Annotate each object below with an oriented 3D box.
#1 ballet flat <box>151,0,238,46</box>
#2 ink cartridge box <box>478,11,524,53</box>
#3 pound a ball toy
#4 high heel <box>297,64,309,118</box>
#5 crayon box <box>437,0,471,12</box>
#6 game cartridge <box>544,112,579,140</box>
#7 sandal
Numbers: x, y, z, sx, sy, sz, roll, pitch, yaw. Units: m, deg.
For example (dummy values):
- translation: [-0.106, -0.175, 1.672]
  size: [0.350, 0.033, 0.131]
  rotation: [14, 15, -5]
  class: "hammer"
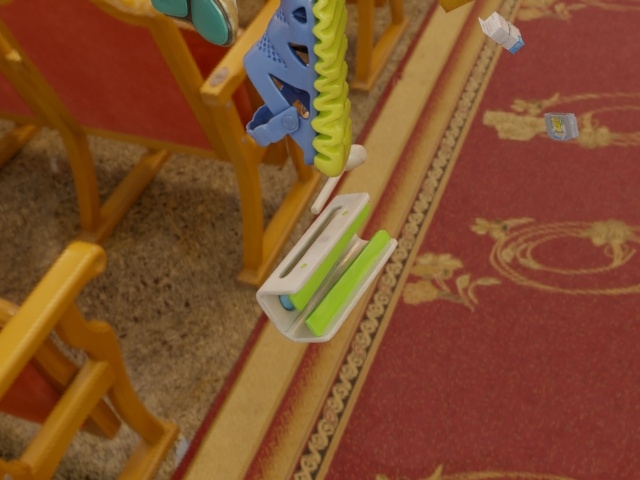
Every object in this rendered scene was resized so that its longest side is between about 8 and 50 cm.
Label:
- translation: [-0.258, -0.530, 1.816]
  size: [0.123, 0.123, 0.348]
  rotation: [-34, 44, -23]
  class: "ballet flat"
- translation: [0.329, -0.382, 1.464]
  size: [0.083, 0.028, 0.048]
  rotation: [24, 42, -32]
  class: "ink cartridge box"
- translation: [0.000, 0.000, 1.460]
  size: [0.135, 0.208, 0.319]
  rotation: [-6, 36, 44]
  class: "pound a ball toy"
- translation: [-0.010, -0.255, 1.588]
  size: [0.093, 0.261, 0.186]
  rotation: [-1, 92, -3]
  class: "high heel"
- translation: [0.109, -0.526, 1.034]
  size: [0.106, 0.313, 0.363]
  rotation: [-20, 73, 20]
  class: "crayon box"
- translation: [0.483, -0.228, 1.618]
  size: [0.017, 0.056, 0.083]
  rotation: [-25, 18, -19]
  class: "game cartridge"
- translation: [-0.034, -0.221, 0.999]
  size: [0.138, 0.317, 0.126]
  rotation: [6, 34, 10]
  class: "sandal"
